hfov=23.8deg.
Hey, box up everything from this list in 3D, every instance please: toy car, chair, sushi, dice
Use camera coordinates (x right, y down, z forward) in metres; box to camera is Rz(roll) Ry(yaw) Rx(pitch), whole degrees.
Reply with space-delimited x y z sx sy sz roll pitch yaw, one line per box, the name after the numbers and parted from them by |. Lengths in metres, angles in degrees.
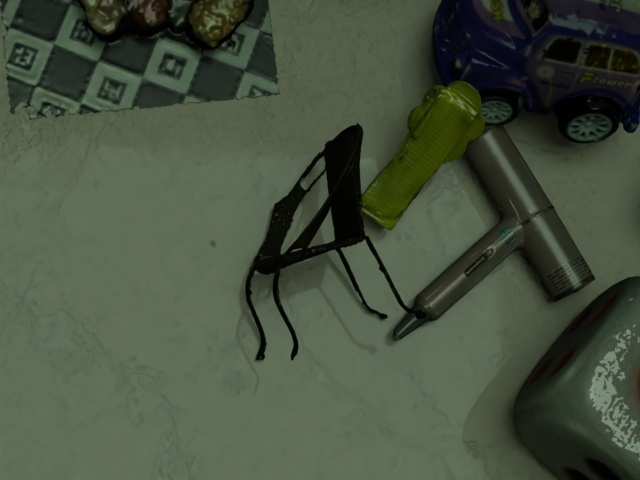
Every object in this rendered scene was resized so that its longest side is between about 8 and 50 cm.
0.241 -0.219 1.586 0.235 0.158 0.172 6 57 -9 | toy car
0.000 0.000 1.508 0.149 0.174 0.213 -12 90 -18 | chair
-0.194 -0.266 1.592 0.290 0.050 0.264 -4 77 -12 | sushi
0.322 0.162 1.516 0.194 0.192 0.193 39 71 -1 | dice

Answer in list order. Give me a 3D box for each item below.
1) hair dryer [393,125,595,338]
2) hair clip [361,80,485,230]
0.148 0.009 1.600 0.220 0.053 0.195 -28 82 -9 | hair dryer
0.108 -0.090 1.567 0.072 0.046 0.173 33 108 -2 | hair clip
